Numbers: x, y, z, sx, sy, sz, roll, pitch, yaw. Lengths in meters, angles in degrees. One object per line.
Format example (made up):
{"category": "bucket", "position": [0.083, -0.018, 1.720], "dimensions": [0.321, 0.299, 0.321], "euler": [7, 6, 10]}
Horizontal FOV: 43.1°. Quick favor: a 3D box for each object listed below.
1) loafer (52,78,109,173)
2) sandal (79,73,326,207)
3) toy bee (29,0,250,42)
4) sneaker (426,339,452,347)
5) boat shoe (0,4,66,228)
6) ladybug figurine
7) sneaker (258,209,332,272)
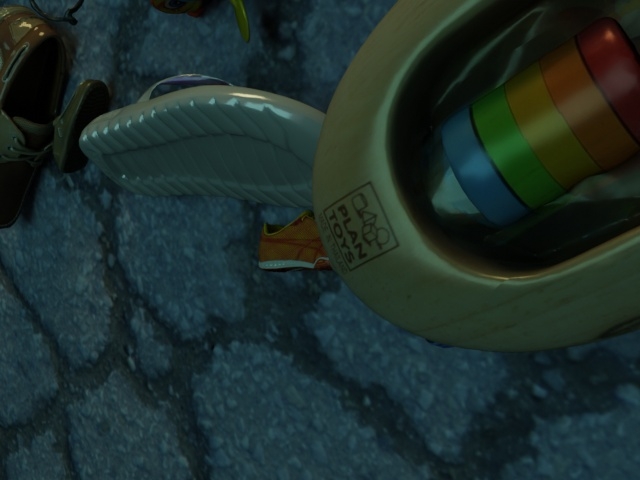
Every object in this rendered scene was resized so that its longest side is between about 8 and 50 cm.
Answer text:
{"category": "loafer", "position": [-0.332, -0.159, 1.094], "dimensions": [0.050, 0.056, 0.148], "euler": [42, 119, 20]}
{"category": "sandal", "position": [-0.122, -0.126, 0.897], "dimensions": [0.416, 0.169, 0.102], "euler": [5, 58, 38]}
{"category": "toy bee", "position": [-0.138, -0.312, 0.884], "dimensions": [0.298, 0.162, 0.195], "euler": [3, 89, 13]}
{"category": "sneaker", "position": [0.091, 0.000, 0.763], "dimensions": [0.069, 0.082, 0.209], "euler": [-30, 75, 39]}
{"category": "boat shoe", "position": [-0.433, -0.159, 1.136], "dimensions": [0.116, 0.123, 0.324], "euler": [27, 113, 31]}
{"category": "ladybug figurine", "position": [0.188, -0.085, 0.610], "dimensions": [0.449, 0.162, 0.305], "euler": [-28, 82, 32]}
{"category": "sneaker", "position": [0.000, 0.000, 0.848], "dimensions": [0.175, 0.064, 0.067], "euler": [-1, 85, 36]}
